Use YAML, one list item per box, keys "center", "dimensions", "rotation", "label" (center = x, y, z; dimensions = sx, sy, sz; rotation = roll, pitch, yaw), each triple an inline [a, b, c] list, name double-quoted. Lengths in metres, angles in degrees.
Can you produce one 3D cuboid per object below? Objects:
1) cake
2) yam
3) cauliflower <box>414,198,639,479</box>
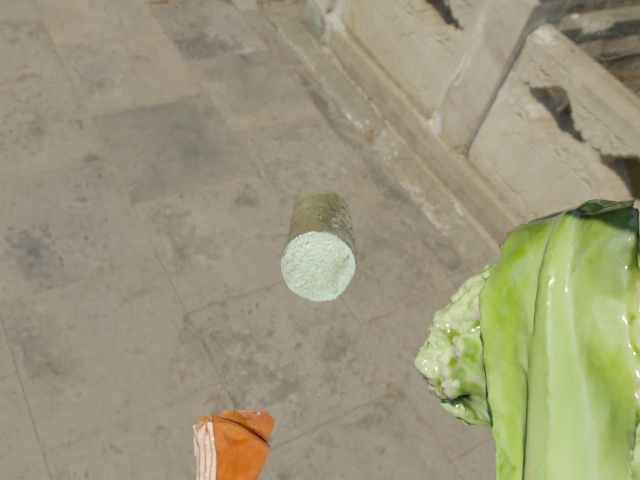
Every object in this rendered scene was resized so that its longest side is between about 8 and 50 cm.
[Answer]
- center: [-0.161, 0.387, 0.991]
  dimensions: [0.135, 0.098, 0.287]
  rotation: [38, 38, -21]
  label: "cake"
- center: [0.000, 0.000, 0.606]
  dimensions: [0.068, 0.068, 0.169]
  rotation: [14, 18, -2]
  label: "yam"
- center: [0.175, 0.120, 0.373]
  dimensions: [0.256, 0.239, 0.315]
  rotation: [15, 76, 20]
  label: "cauliflower"
